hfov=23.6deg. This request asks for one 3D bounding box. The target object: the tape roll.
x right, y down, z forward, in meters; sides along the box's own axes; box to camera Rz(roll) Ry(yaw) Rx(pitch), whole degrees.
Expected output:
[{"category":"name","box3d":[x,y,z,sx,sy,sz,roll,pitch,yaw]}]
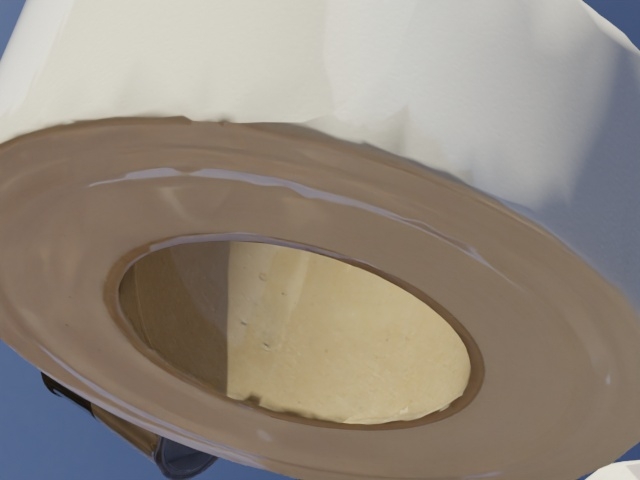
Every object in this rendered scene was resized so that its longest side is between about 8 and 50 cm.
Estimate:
[{"category":"tape roll","box3d":[0.000,0.000,0.607,0.286,0.100,0.286,11,-31,6]}]

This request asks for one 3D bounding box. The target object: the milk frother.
[{"category":"milk frother","box3d":[-0.123,0.074,1.107,0.135,0.129,0.143,29,-29,34]}]

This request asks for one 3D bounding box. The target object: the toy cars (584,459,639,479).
[{"category":"toy cars","box3d":[0.060,0.178,0.749,0.394,0.176,0.087,-24,-63,40]}]
